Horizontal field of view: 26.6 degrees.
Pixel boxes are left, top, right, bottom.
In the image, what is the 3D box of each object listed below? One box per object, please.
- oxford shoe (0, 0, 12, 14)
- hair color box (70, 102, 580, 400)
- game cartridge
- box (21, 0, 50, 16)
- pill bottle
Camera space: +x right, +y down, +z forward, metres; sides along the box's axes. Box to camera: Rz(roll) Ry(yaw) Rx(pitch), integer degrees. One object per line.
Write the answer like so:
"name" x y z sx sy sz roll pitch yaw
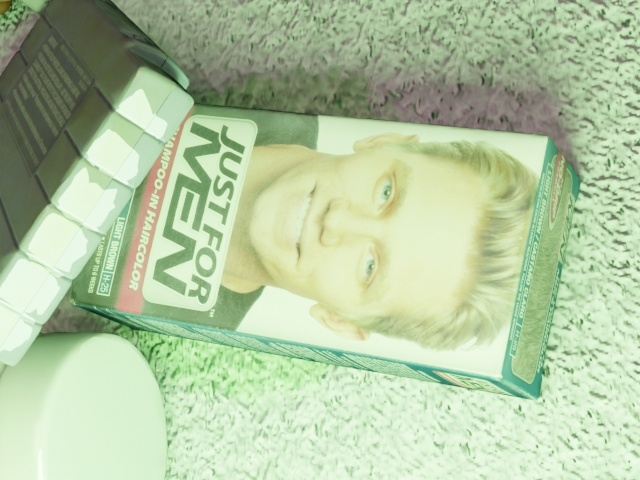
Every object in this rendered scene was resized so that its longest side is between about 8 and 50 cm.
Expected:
"oxford shoe" -0.372 -0.225 1.264 0.212 0.076 0.076 11 110 24
"hair color box" 0.000 0.000 1.002 0.347 0.105 0.174 7 78 25
"game cartridge" -0.207 -0.071 1.035 0.230 0.068 0.355 -51 27 4
"box" -0.244 -0.330 1.196 0.181 0.119 0.182 -39 64 10
"pill bottle" -0.316 0.158 1.042 0.361 0.204 0.204 -3 74 24
